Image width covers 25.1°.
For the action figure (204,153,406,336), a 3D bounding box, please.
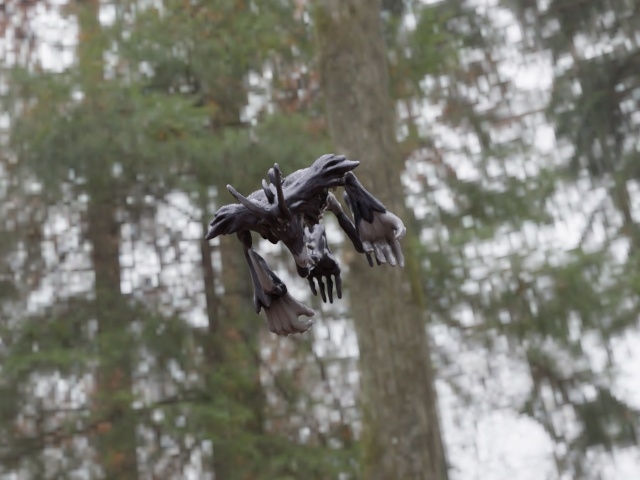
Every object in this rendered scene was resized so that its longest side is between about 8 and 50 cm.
[{"bbox_3d":[0.000,0.000,1.380,0.164,0.141,0.276,-31,-14,12],"label":"action figure"}]
